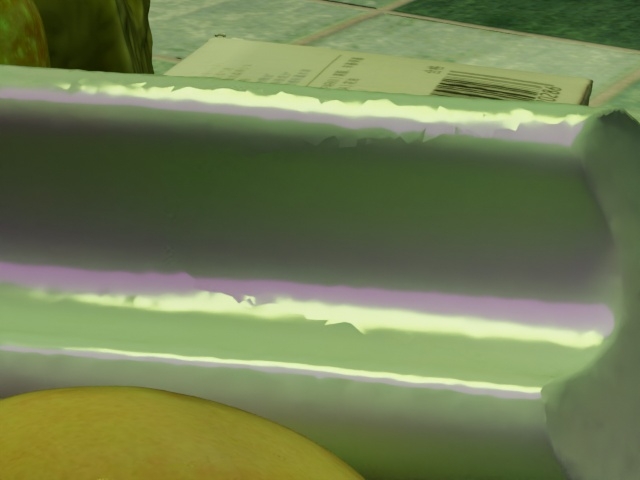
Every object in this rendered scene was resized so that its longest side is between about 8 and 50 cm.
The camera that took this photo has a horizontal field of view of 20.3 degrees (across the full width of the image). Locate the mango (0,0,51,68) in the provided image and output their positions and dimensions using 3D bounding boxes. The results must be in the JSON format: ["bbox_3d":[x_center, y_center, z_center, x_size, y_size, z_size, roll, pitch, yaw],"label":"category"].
[{"bbox_3d":[-0.258,-0.043,0.721,0.201,0.225,0.382,9,22,31],"label":"mango"}]

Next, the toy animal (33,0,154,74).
[{"bbox_3d":[-0.262,-0.111,0.966,0.363,0.180,0.181,5,6,-2],"label":"toy animal"}]

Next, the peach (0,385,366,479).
[{"bbox_3d":[-0.047,0.123,0.367,0.184,0.184,0.184,3,20,-1],"label":"peach"}]

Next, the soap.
[{"bbox_3d":[-0.078,0.040,0.541,0.347,0.208,0.115,5,63,6],"label":"soap"}]

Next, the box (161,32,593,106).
[{"bbox_3d":[0.000,0.002,0.789,0.203,0.116,0.274,7,21,13],"label":"box"}]
